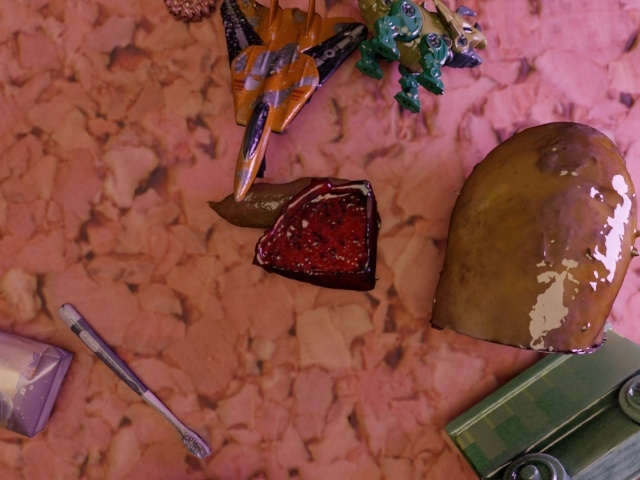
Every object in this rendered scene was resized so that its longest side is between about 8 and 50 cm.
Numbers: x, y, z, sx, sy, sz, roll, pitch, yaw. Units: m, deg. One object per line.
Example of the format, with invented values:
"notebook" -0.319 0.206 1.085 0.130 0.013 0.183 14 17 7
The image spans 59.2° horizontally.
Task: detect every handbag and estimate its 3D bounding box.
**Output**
"handbag" -0.431 0.175 0.742 0.173 0.095 0.117 20 83 -7

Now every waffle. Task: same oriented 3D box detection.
"waffle" -0.178 -0.343 0.778 0.083 0.029 0.075 3 89 -1

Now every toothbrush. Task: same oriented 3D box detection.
"toothbrush" -0.256 0.193 0.768 0.024 0.026 0.288 -44 88 -4

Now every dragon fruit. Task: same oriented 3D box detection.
"dragon fruit" 0.000 -0.002 0.732 0.161 0.127 0.120 1 71 3

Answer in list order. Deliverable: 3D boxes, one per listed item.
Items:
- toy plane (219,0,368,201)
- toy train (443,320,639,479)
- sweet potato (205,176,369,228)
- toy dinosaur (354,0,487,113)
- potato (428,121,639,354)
"toy plane" -0.062 -0.181 0.721 0.204 0.103 0.315 12 73 2
"toy train" 0.308 0.231 0.674 0.301 0.202 0.120 -35 107 0
"sweet potato" -0.041 -0.050 0.753 0.226 0.068 0.068 -9 89 -2
"toy dinosaur" 0.096 -0.275 0.726 0.259 0.094 0.153 25 69 -13
"potato" 0.264 -0.013 0.680 0.230 0.229 0.265 6 89 1
